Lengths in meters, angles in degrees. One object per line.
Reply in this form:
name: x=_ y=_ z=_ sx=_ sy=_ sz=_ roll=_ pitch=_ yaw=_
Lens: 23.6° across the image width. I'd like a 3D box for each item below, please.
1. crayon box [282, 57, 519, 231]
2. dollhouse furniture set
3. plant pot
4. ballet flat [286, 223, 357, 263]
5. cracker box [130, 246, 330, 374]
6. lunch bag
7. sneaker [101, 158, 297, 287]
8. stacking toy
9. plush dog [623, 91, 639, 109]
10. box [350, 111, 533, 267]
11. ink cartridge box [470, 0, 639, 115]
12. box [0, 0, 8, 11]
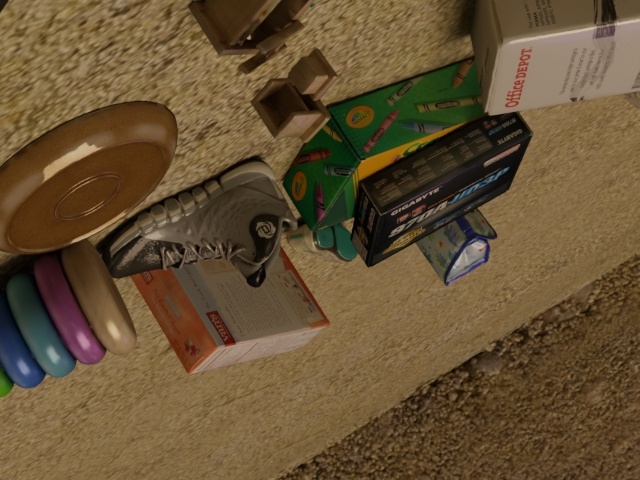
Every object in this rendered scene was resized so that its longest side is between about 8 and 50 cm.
crayon box: x=0.105 y=-0.123 z=1.887 sx=0.278 sy=0.081 sz=0.165 roll=-22 pitch=160 yaw=-32
dollhouse furniture set: x=0.005 y=-0.205 z=1.350 sx=0.101 sy=0.161 sz=0.182 roll=-11 pitch=153 yaw=-51
plant pot: x=-0.241 y=-0.054 z=1.546 sx=0.236 sy=0.032 sz=0.236 roll=-30 pitch=162 yaw=-11
ballet flat: x=0.000 y=0.000 z=2.114 sx=0.052 sy=0.057 sz=0.168 roll=-9 pitch=167 yaw=20
cracker box: x=-0.111 y=0.072 z=1.909 sx=0.067 sy=0.155 sz=0.232 roll=-42 pitch=160 yaw=30
lunch bag: x=0.185 y=-0.025 z=2.217 sx=0.096 sy=0.129 sz=0.151 roll=-32 pitch=161 yaw=-7
sneaker: x=-0.128 y=0.011 z=1.750 sx=0.229 sy=0.132 sz=0.086 roll=-31 pitch=163 yaw=-9
stacking toy: x=-0.373 y=0.125 z=1.662 sx=0.330 sy=0.141 sz=0.141 roll=-26 pitch=163 yaw=-3
plush dog: x=0.570 y=-0.281 z=2.163 sx=0.225 sy=0.210 sz=0.262 roll=-57 pitch=168 yaw=-12
box: x=0.145 y=-0.065 z=1.886 sx=0.220 sy=0.051 sz=0.175 roll=-28 pitch=162 yaw=-14
ink cartridge box: x=0.313 y=-0.247 z=1.722 sx=0.273 sy=0.114 sz=0.197 roll=-10 pitch=161 yaw=-3
box: x=-0.311 y=-0.197 z=0.953 sx=0.307 sy=0.076 sz=0.242 roll=-12 pitch=153 yaw=-50
